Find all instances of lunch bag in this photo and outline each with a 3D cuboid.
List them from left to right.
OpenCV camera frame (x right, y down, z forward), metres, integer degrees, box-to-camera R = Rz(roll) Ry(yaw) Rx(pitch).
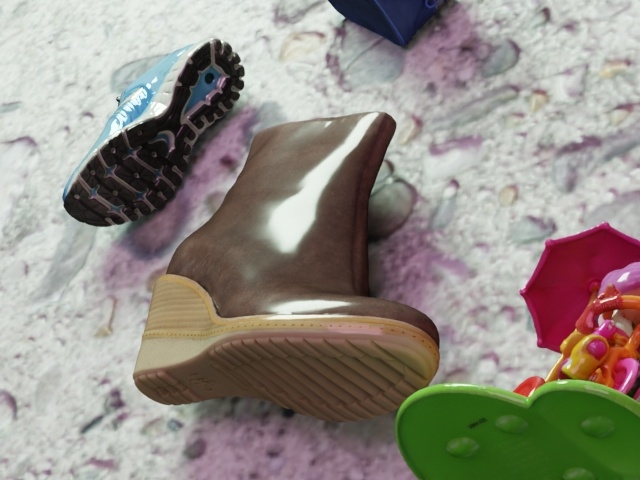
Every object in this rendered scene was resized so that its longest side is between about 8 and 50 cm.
[{"bbox_3d":[0.045,-0.183,1.145,0.065,0.067,0.098,-48,48,-9],"label":"lunch bag"}]

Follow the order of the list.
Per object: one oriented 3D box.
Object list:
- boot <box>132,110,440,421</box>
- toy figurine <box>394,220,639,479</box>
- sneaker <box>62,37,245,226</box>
[{"bbox_3d":[0.000,0.000,0.994,0.248,0.090,0.207,-6,49,47],"label":"boot"},{"bbox_3d":[0.139,0.054,0.868,0.173,0.130,0.159,-40,16,55],"label":"toy figurine"},{"bbox_3d":[-0.122,-0.075,1.181,0.162,0.063,0.073,-49,29,-16],"label":"sneaker"}]
